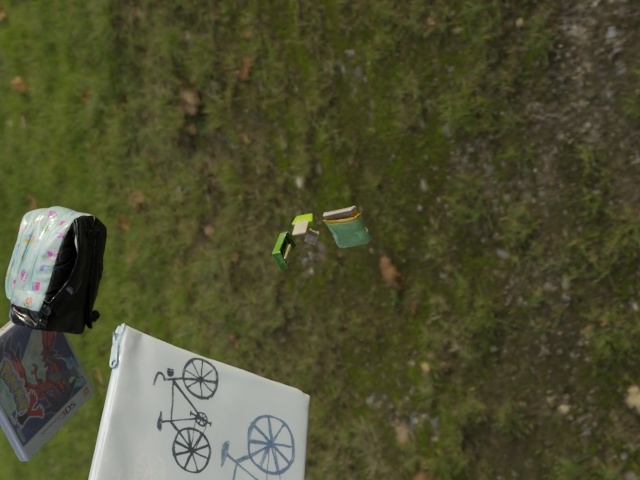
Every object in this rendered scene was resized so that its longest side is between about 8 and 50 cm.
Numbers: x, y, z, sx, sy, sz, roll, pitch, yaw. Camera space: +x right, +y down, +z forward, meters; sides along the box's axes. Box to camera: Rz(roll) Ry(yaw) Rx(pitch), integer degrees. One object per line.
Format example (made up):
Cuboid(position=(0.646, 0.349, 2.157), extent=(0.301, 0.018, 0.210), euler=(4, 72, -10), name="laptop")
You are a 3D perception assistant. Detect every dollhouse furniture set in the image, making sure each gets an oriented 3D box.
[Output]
Cuboid(position=(0.000, 0.000, 1.502), extent=(0.151, 0.059, 0.076), euler=(-11, 126, 21), name="dollhouse furniture set")

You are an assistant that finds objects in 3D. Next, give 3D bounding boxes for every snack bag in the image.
Cuboid(position=(-0.162, 0.311, 1.278), extent=(0.037, 0.342, 0.323), euler=(-35, 39, 43), name="snack bag")

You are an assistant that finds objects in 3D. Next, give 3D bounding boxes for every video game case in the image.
Cuboid(position=(-0.464, 0.221, 1.516), extent=(0.023, 0.183, 0.201), euler=(-6, 116, 30), name="video game case")

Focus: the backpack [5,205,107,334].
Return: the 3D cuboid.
Cuboid(position=(-0.389, 0.041, 1.379), extent=(0.152, 0.115, 0.182), euler=(28, -107, -76), name="backpack")
